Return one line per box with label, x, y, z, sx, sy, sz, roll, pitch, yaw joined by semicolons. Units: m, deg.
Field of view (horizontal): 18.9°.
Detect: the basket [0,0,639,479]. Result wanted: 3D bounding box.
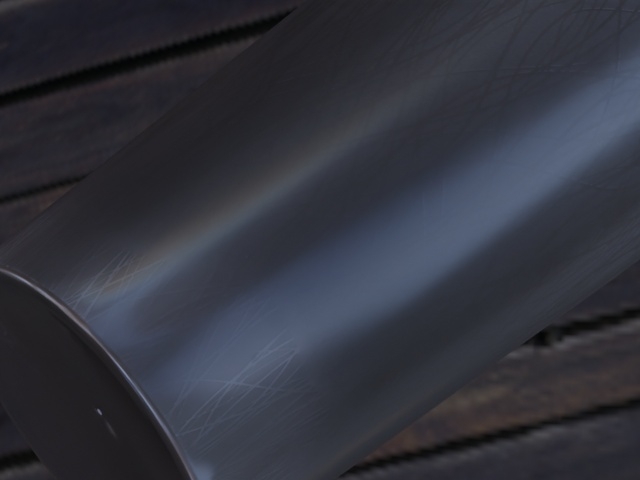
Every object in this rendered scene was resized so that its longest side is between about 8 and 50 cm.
basket;0.000;0.000;0.684;0.204;0.227;0.154;-3;120;59
